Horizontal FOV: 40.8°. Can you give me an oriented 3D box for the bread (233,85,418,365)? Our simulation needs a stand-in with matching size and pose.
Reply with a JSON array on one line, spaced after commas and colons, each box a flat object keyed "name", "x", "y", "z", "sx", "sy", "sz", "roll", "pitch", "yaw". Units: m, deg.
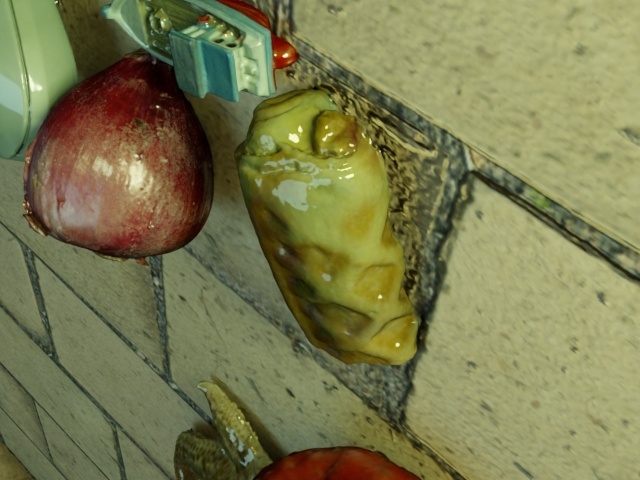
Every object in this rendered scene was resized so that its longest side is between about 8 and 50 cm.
[{"name": "bread", "x": 0.000, "y": 0.000, "z": 0.638, "sx": 0.128, "sy": 0.088, "sz": 0.232, "roll": 34, "pitch": 150, "yaw": 41}]

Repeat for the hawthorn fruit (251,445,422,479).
[{"name": "hawthorn fruit", "x": 0.023, "y": 0.315, "z": 0.773, "sx": 0.258, "sy": 0.258, "sz": 0.261, "roll": -14, "pitch": 97, "yaw": 56}]

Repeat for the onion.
[{"name": "onion", "x": -0.159, "y": -0.079, "z": 0.721, "sx": 0.159, "sy": 0.159, "sz": 0.195, "roll": 24, "pitch": 102, "yaw": 38}]

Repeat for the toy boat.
[{"name": "toy boat", "x": -0.097, "y": -0.150, "z": 0.633, "sx": 0.173, "sy": 0.059, "sz": 0.069, "roll": 31, "pitch": 142, "yaw": 32}]

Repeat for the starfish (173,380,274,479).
[{"name": "starfish", "x": -0.037, "y": 0.367, "z": 1.056, "sx": 0.432, "sy": 0.082, "sz": 0.324, "roll": 39, "pitch": 143, "yaw": 17}]

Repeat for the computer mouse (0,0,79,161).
[{"name": "computer mouse", "x": -0.312, "y": -0.209, "z": 0.775, "sx": 0.159, "sy": 0.097, "sz": 0.288, "roll": -26, "pitch": 87, "yaw": 57}]
